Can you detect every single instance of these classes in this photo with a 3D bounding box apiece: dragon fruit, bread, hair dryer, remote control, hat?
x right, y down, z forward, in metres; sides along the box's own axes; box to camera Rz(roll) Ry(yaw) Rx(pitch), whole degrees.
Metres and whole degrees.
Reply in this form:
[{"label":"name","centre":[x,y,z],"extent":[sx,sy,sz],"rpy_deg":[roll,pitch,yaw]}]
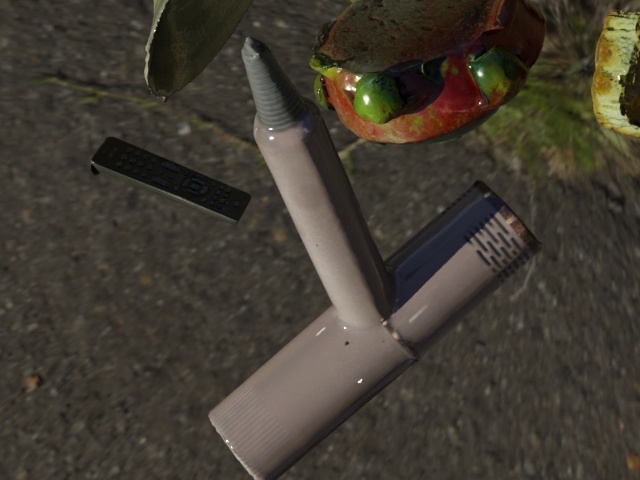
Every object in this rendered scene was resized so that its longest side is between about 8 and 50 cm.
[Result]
[{"label":"dragon fruit","centre":[0.115,-0.201,1.671],"extent":[0.268,0.295,0.130],"rpy_deg":[8,135,33]},{"label":"bread","centre":[0.335,-0.162,1.540],"extent":[0.140,0.069,0.128],"rpy_deg":[11,90,-29]},{"label":"hair dryer","centre":[-0.011,0.007,0.766],"extent":[0.195,0.220,0.053],"rpy_deg":[-42,46,0]},{"label":"remote control","centre":[-0.085,-0.032,0.887],"extent":[0.091,0.034,0.016],"rpy_deg":[22,126,2]},{"label":"hat","centre":[-0.101,-0.236,1.160],"extent":[0.110,0.252,0.252],"rpy_deg":[34,101,5]}]

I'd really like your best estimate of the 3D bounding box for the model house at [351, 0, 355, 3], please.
[{"label":"model house","centre":[0.115,-0.322,1.881],"extent":[0.184,0.291,0.253],"rpy_deg":[-17,101,23]}]
